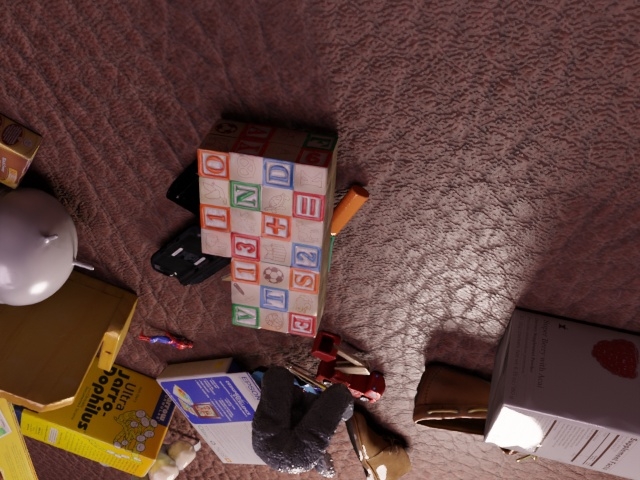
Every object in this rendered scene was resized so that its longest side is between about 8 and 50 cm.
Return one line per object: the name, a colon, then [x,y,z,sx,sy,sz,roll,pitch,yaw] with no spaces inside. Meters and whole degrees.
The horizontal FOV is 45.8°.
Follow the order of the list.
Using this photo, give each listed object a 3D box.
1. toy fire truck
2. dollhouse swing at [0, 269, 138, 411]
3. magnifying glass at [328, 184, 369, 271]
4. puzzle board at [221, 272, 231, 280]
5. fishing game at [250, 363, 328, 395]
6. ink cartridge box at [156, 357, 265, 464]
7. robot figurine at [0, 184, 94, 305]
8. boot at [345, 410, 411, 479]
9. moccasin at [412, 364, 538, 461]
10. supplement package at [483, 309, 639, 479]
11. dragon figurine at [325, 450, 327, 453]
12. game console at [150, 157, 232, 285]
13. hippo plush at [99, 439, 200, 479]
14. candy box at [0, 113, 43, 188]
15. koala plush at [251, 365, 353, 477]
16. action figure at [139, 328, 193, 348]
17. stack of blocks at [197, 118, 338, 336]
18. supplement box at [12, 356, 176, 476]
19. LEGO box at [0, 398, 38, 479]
toy fire truck: [0.057,0.257,1.516,0.192,0.047,0.135,25,146,-11]
dollhouse swing: [-0.587,0.204,1.499,0.347,0.305,0.315,22,146,-9]
magnifying glass: [0.000,0.000,1.141,0.092,0.026,0.231,19,132,-24]
puzzle board: [-0.088,0.057,1.278,0.128,0.011,0.096,7,161,-34]
fishing game: [-0.083,0.356,1.731,0.189,0.041,0.264,36,142,-22]
ink cartridge box: [-0.184,0.398,1.746,0.307,0.072,0.303,-13,119,36]
robot figurine: [-0.568,0.002,1.289,0.354,0.199,0.300,6,168,16]
boot: [0.134,0.480,1.789,0.115,0.112,0.305,-21,134,2]
moccasin: [0.363,0.345,1.417,0.380,0.147,0.139,16,146,2]
supplement package: [0.433,0.253,1.227,0.293,0.177,0.175,12,146,8]
dragon figurine: [-0.073,0.511,1.905,0.289,0.085,0.144,-6,140,31]
game console: [-0.178,-0.012,1.239,0.213,0.044,0.361,32,142,-22]
hippo plush: [-0.485,0.564,2.093,0.236,0.294,0.234,47,123,2]
candy box: [-0.537,-0.164,1.172,0.187,0.053,0.109,29,144,-19]
koala plush: [-0.049,0.404,1.545,0.196,0.203,0.221,15,144,11]
action figure: [-0.334,0.215,1.647,0.115,0.030,0.038,16,152,-8]
stack of blocks: [-0.074,-0.011,1.070,0.171,0.087,0.297,9,127,7]
supplement box: [-0.560,0.424,1.899,0.357,0.194,0.195,23,146,-10]
LEGO box: [-0.826,0.483,1.791,0.372,0.193,0.500,24,128,50]
